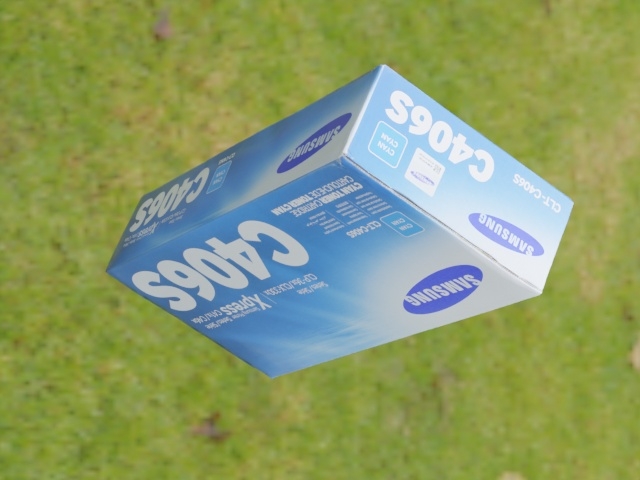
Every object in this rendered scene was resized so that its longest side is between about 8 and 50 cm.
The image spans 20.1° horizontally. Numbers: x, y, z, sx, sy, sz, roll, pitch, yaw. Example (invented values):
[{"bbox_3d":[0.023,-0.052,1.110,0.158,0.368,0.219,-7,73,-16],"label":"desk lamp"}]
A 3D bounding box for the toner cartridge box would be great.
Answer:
[{"bbox_3d":[0.000,0.000,1.249,0.165,0.348,0.075,33,63,-20],"label":"toner cartridge box"}]
